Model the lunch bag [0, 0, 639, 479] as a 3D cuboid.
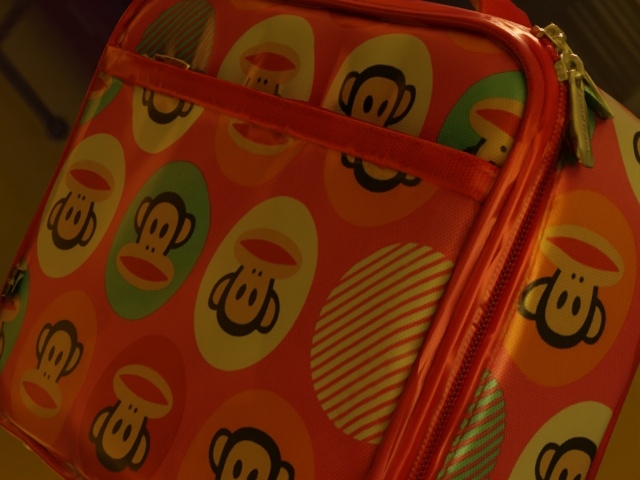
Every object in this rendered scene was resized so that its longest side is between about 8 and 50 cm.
[{"bbox_3d":[0.000,0.000,0.626,0.293,0.120,0.258,21,-94,52],"label":"lunch bag"}]
